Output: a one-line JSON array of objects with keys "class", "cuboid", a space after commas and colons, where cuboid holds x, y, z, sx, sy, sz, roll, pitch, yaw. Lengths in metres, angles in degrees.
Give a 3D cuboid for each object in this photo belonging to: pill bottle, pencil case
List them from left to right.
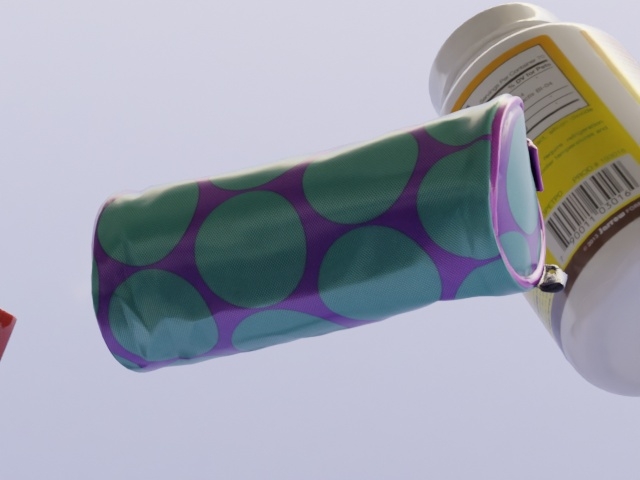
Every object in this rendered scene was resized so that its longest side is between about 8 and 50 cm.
[{"class": "pencil case", "cuboid": [0.000, 0.000, 0.644, 0.151, 0.064, 0.070, -12, -174, 22]}, {"class": "pill bottle", "cuboid": [0.133, -0.030, 0.988, 0.117, 0.117, 0.215, -26, -136, -4]}]

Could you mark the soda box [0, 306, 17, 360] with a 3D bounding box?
[{"class": "soda box", "cuboid": [-0.236, 0.132, 0.873, 0.083, 0.092, 0.263, 5, -112, 44]}]
